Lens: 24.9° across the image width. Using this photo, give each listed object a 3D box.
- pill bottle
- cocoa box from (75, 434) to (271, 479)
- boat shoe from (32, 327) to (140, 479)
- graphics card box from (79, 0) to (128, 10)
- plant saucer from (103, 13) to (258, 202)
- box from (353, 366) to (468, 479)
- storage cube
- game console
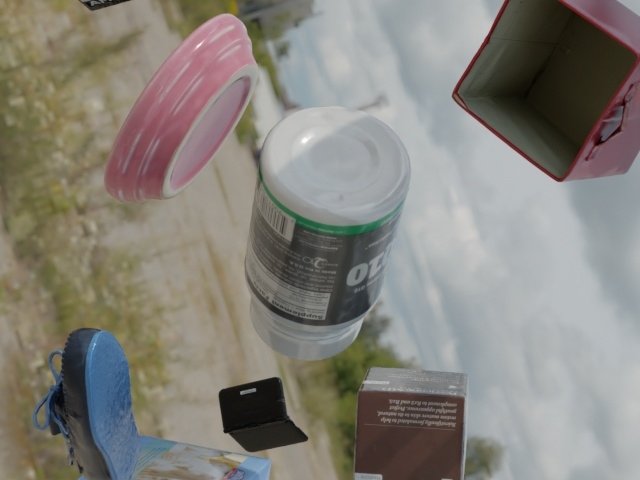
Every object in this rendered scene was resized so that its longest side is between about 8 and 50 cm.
[{"bbox_3d":[0.000,0.000,2.034,0.361,0.204,0.204,102,-25,-52],"label":"pill bottle"},{"bbox_3d":[-0.230,0.447,2.119,0.347,0.231,0.228,-27,125,-76],"label":"cocoa box"},{"bbox_3d":[-0.250,0.183,1.499,0.258,0.089,0.109,92,16,-46],"label":"boat shoe"},{"bbox_3d":[-0.340,-0.467,1.823,0.371,0.094,0.233,34,44,-69],"label":"graphics card box"},{"bbox_3d":[-0.198,-0.186,2.206,0.084,0.332,0.332,35,-6,7],"label":"plant saucer"},{"bbox_3d":[0.144,0.300,2.259,0.203,0.168,0.167,-38,131,-82],"label":"box"},{"bbox_3d":[0.317,-0.198,1.788,0.215,0.184,0.193,41,27,25],"label":"storage cube"},{"bbox_3d":[-0.093,0.284,2.353,0.071,0.122,0.107,11,66,-60],"label":"game console"}]
